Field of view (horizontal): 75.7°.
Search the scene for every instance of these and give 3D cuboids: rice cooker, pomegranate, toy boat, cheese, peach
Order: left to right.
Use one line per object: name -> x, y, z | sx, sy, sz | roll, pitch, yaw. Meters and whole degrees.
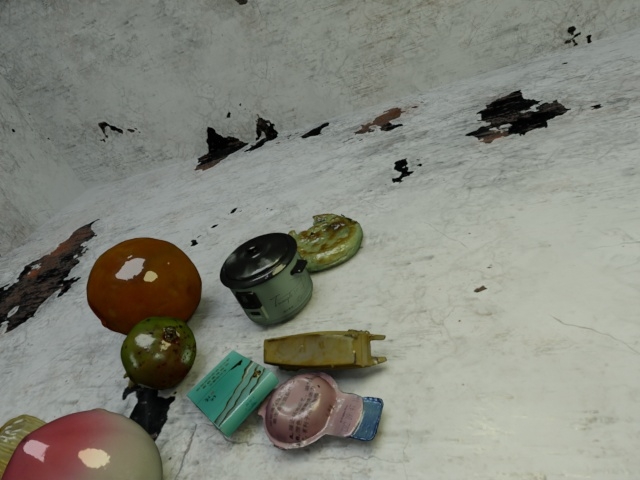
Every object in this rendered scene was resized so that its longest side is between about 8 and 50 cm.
peach -> -0.562, 0.154, 1.302 | 0.342, 0.343, 0.302 | 6, 45, 39
pomegranate -> -0.459, 0.318, 1.120 | 0.245, 0.198, 0.198 | -32, 31, 2
rice cooker -> -0.156, 0.101, 1.201 | 0.280, 0.227, 0.241 | -2, 37, 31
cheese -> -0.009, 0.356, 0.867 | 0.285, 0.074, 0.189 | -5, 37, 29
toy boat -> 0.005, 0.260, 0.972 | 0.309, 0.115, 0.090 | -11, 76, 25

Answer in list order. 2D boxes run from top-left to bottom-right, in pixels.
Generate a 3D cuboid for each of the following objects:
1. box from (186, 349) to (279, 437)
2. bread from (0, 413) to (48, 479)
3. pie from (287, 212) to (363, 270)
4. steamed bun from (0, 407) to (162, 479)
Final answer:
box -> -0.217, 0.356, 0.992 | 0.162, 0.042, 0.229 | -43, 23, -26
bread -> -0.770, 0.602, 0.931 | 0.236, 0.183, 0.389 | -14, 33, 53
pie -> 0.004, 0.003, 1.398 | 0.302, 0.067, 0.303 | -17, 31, 10
steamed bun -> -0.489, 0.470, 0.816 | 0.308, 0.310, 0.309 | -17, 32, 11
